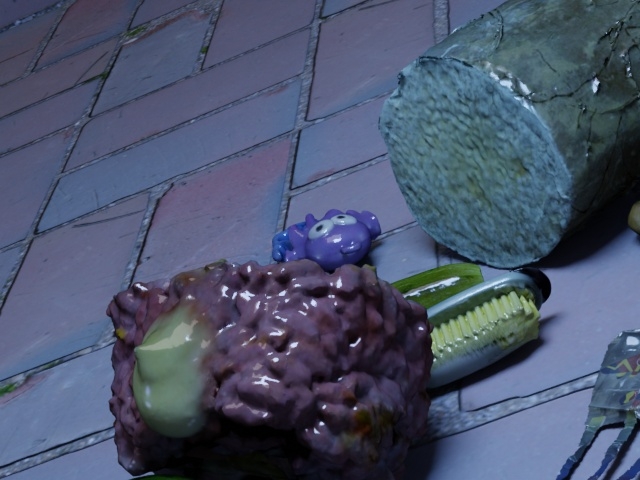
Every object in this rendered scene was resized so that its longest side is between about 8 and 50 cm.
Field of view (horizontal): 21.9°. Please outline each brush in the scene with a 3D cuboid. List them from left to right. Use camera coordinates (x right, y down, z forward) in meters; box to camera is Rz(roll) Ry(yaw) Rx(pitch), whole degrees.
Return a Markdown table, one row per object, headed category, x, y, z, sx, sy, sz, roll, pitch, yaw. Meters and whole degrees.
| category | x | y | z | sx | sy | sz | roll | pitch | yaw |
| --- | --- | --- | --- | --- | --- | --- | --- | --- | --- |
| brush | 0.070 | 0.114 | 1.427 | 0.297 | 0.068 | 0.060 | -26 | 45 | 12 |

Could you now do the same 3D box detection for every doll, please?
| category | x | y | z | sx | sy | sz | roll | pitch | yaw |
| --- | --- | --- | --- | --- | --- | --- | --- | --- | --- |
| doll | 0.000 | 0.000 | 1.719 | 0.110 | 0.067 | 0.206 | -25 | 11 | -17 |

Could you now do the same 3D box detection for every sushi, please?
| category | x | y | z | sx | sy | sz | roll | pitch | yaw |
| --- | --- | --- | --- | --- | --- | --- | --- | --- | --- |
| sushi | -0.053 | 0.115 | 1.306 | 0.270 | 0.236 | 0.170 | -7 | 71 | 39 |

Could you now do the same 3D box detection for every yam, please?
| category | x | y | z | sx | sy | sz | roll | pitch | yaw |
| --- | --- | --- | --- | --- | --- | --- | --- | --- | --- |
| yam | 0.252 | -0.146 | 1.573 | 0.348 | 0.241 | 0.241 | -34 | 24 | -19 |

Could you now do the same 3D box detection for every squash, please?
| category | x | y | z | sx | sy | sz | roll | pitch | yaw |
| --- | --- | --- | --- | --- | --- | --- | --- | --- | --- |
| squash | 0.045 | 0.081 | 1.502 | 0.229 | 0.066 | 0.066 | -22 | 24 | 8 |

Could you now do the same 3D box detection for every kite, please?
| category | x | y | z | sx | sy | sz | roll | pitch | yaw |
| --- | --- | --- | --- | --- | --- | --- | --- | --- | --- |
| kite | 0.240 | 0.131 | 1.251 | 0.141 | 0.015 | 0.245 | -7 | 30 | 44 |

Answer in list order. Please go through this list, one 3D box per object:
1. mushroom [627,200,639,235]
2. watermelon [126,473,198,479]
| category | x | y | z | sx | sy | sz | roll | pitch | yaw |
| --- | --- | --- | --- | --- | --- | --- | --- | --- | --- |
| mushroom | 0.349 | -0.001 | 1.351 | 0.068 | 0.043 | 0.306 | -13 | 12 | -19 |
| watermelon | -0.106 | 0.241 | 1.244 | 0.187 | 0.140 | 0.140 | -19 | 23 | -6 |
